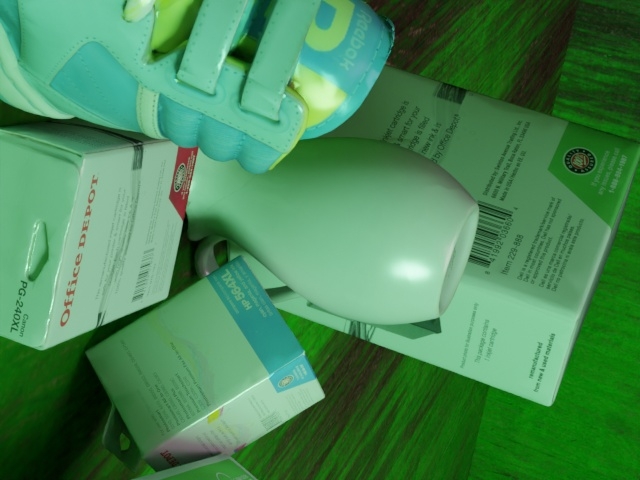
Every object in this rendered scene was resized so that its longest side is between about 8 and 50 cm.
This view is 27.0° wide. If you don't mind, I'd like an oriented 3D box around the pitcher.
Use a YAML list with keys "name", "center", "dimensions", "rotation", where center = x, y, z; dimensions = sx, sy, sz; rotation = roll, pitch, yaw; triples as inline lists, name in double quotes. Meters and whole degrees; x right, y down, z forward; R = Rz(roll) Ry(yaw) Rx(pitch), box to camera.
- name: "pitcher"
  center: [0.000, 0.000, 0.958]
  dimensions: [0.177, 0.207, 0.125]
  rotation: [93, 22, -46]

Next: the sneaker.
- name: "sneaker"
  center: [-0.074, -0.139, 0.554]
  dimensions: [0.319, 0.208, 0.127]
  rotation: [67, 44, -66]

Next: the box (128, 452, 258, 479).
- name: "box"
  center: [-0.129, 0.258, 0.785]
  dimensions: [0.231, 0.127, 0.262]
  rotation: [-48, 166, 8]

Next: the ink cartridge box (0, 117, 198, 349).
- name: "ink cartridge box"
  center: [-0.134, -0.011, 0.751]
  dimensions: [0.150, 0.063, 0.109]
  rotation: [-23, 129, -69]

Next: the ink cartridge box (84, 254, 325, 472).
- name: "ink cartridge box"
  center: [-0.085, 0.096, 0.906]
  dimensions: [0.143, 0.090, 0.092]
  rotation: [-31, 154, -6]

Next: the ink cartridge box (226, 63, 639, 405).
- name: "ink cartridge box"
  center: [0.092, -0.020, 1.103]
  dimensions: [0.121, 0.289, 0.211]
  rotation: [94, 21, -49]
